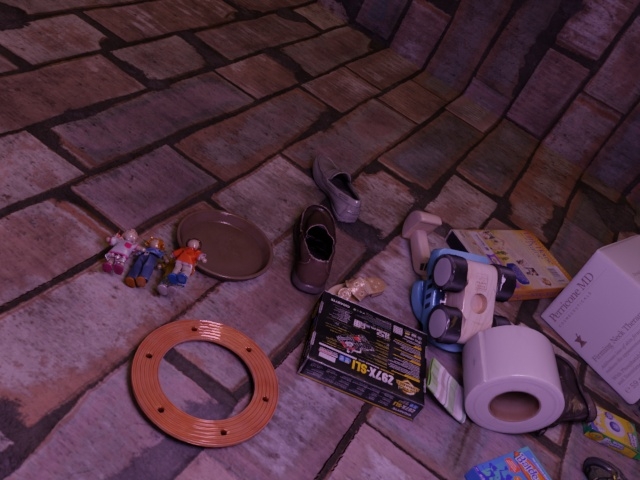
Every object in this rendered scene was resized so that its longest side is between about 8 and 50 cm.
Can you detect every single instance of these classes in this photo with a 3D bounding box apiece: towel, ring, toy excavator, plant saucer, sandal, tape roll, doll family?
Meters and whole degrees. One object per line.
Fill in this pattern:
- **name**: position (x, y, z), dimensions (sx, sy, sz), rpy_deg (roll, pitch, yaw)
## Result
- **towel**: position (0.334, 0.390, 1.667), dimensions (0.152, 0.023, 0.113), rpy_deg (48, 32, -17)
- **ring**: position (-0.255, 0.314, 1.428), dimensions (0.337, 0.032, 0.336), rpy_deg (18, 36, -14)
- **toy excavator**: position (0.363, 0.109, 1.936), dimensions (0.222, 0.445, 0.433), rpy_deg (11, 83, -23)
- **plant saucer**: position (-0.267, 0.017, 1.775), dimensions (0.278, 0.041, 0.278), rpy_deg (17, 37, -13)
- **sandal**: position (0.109, 0.131, 1.843), dimensions (0.240, 0.079, 0.088), rpy_deg (-14, 52, -42)
- **tape roll**: position (0.495, 0.364, 1.660), dimensions (0.246, 0.246, 0.169), rpy_deg (21, 40, -10)
- **doll family**: position (-0.408, 0.054, 1.602), dimensions (0.263, 0.118, 0.163), rpy_deg (9, 43, 5)

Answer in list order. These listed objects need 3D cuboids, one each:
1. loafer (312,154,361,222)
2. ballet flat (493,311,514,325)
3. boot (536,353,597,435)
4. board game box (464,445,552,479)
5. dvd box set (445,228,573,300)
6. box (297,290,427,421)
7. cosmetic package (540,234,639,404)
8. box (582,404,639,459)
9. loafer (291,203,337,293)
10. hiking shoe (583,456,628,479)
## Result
- **loafer**: position (0.062, -0.196, 2.185), dimensions (0.112, 0.111, 0.319), rpy_deg (1, 44, -32)
- **ballet flat**: position (0.563, 0.283, 1.885), dimensions (0.068, 0.072, 0.213), rpy_deg (-24, 65, -45)
- **boot**: position (0.638, 0.428, 1.820), dimensions (0.229, 0.091, 0.263), rpy_deg (0, 36, -21)
- **board game box**: position (0.471, 0.598, 1.533), dimensions (0.210, 0.047, 0.160), rpy_deg (-3, 46, -37)
- **dvd box set**: position (0.687, 0.081, 2.292), dimensions (0.420, 0.062, 0.307), rpy_deg (-1, 44, -33)
- **box**: position (0.119, 0.293, 1.656), dimensions (0.322, 0.079, 0.257), rpy_deg (23, 38, -6)
- **cosmetic package**: position (1.024, 0.246, 2.081), dimensions (0.327, 0.329, 0.393), rpy_deg (-13, 51, -41)
- **box**: position (0.843, 0.550, 1.837), dimensions (0.179, 0.043, 0.105), rpy_deg (27, 36, -4)
- **loafer**: position (0.000, 0.000, 1.890), dimensions (0.134, 0.130, 0.366), rpy_deg (18, 37, -14)
- **hiking shoe**: position (0.729, 0.651, 1.601), dimensions (0.114, 0.086, 0.227), rpy_deg (3, 43, -35)
